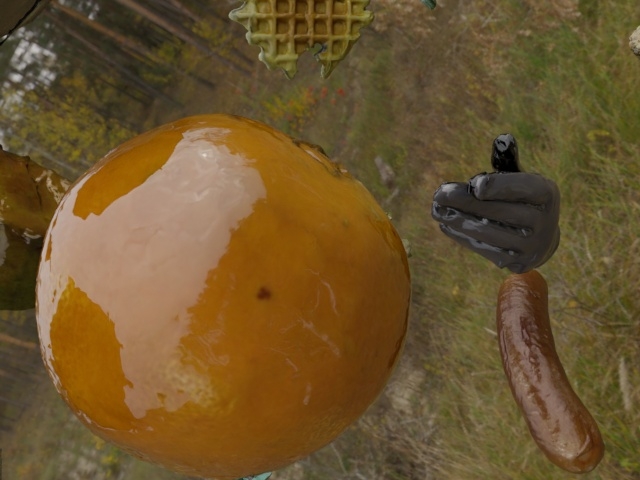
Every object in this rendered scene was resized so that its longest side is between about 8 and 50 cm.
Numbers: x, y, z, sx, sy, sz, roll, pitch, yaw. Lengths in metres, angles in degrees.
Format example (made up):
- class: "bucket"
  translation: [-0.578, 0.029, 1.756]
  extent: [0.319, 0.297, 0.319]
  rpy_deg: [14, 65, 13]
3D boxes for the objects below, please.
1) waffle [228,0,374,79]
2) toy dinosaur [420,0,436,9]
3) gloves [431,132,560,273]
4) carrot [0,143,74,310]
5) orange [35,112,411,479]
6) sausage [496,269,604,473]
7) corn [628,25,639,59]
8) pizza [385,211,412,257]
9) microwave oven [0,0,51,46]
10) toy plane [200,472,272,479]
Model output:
- class: "waffle"
  translation: [-0.035, -0.453, 1.227]
  extent: [0.261, 0.250, 0.056]
  rpy_deg: [-48, 16, -1]
- class: "toy dinosaur"
  translation: [0.205, -0.618, 1.328]
  extent: [0.383, 0.130, 0.076]
  rpy_deg: [56, -124, -79]
- class: "gloves"
  translation: [0.223, -0.032, 0.723]
  extent: [0.119, 0.286, 0.142]
  rpy_deg: [3, 83, 37]
- class: "carrot"
  translation: [-0.580, 0.008, 1.172]
  extent: [0.340, 0.242, 0.241]
  rpy_deg: [-57, 21, 33]
- class: "orange"
  translation: [-0.079, 0.045, 0.532]
  extent: [0.312, 0.312, 0.312]
  rpy_deg: [-48, 25, 32]
- class: "sausage"
  translation: [0.293, 0.162, 0.836]
  extent: [0.302, 0.103, 0.076]
  rpy_deg: [-89, 22, -45]
- class: "corn"
  translation: [0.562, -0.299, 0.969]
  extent: [0.086, 0.254, 0.086]
  rpy_deg: [2, 93, 50]
- class: "pizza"
  translation: [0.000, 0.000, 0.877]
  extent: [0.324, 0.223, 0.089]
  rpy_deg: [1, 101, 59]
- class: "microwave oven"
  translation: [-0.405, -0.379, 0.599]
  extent: [0.236, 0.374, 0.432]
  rpy_deg: [-40, 25, 14]
- class: "toy plane"
  translation: [-0.185, 0.502, 1.369]
  extent: [0.155, 0.106, 0.382]
  rpy_deg: [-32, 35, -27]
